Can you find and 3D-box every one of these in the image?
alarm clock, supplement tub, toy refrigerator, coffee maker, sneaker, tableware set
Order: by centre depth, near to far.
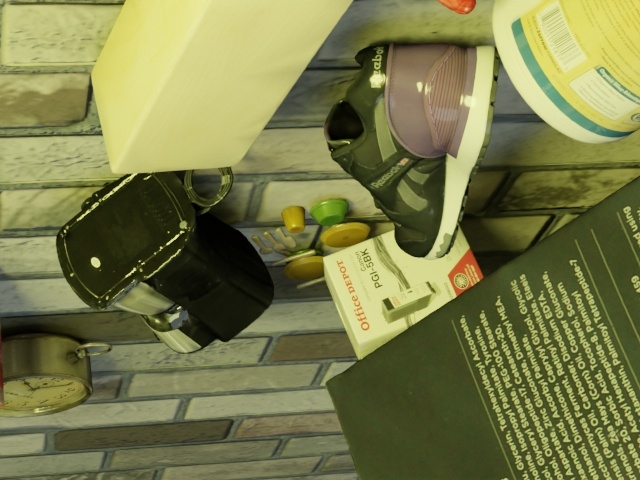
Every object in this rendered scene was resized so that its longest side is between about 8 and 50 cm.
[{"bbox_3d":[0.229,-0.165,1.105,0.144,0.144,0.199,11,151,-38],"label":"supplement tub"},{"bbox_3d":[-0.070,-0.147,1.122,0.102,0.094,0.269,-5,159,-24],"label":"toy refrigerator"},{"bbox_3d":[0.064,-0.079,1.347,0.124,0.107,0.283,8,153,0],"label":"sneaker"},{"bbox_3d":[-0.114,0.016,1.452,0.171,0.120,0.178,-17,156,19],"label":"coffee maker"},{"bbox_3d":[0.000,0.000,1.582,0.104,0.024,0.154,-17,155,12],"label":"tableware set"},{"bbox_3d":[-0.293,0.135,1.745,0.192,0.064,0.129,-21,154,33],"label":"alarm clock"}]

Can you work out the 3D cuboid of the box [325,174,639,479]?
[{"bbox_3d":[0.357,0.152,1.553,0.471,0.297,0.480,-37,154,33],"label":"box"}]

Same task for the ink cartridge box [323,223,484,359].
[{"bbox_3d":[0.081,0.043,1.571,0.135,0.099,0.056,-22,157,-4],"label":"ink cartridge box"}]

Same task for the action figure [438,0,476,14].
[{"bbox_3d":[0.099,-0.232,0.961,0.139,0.091,0.280,41,165,-6],"label":"action figure"}]

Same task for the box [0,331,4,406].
[{"bbox_3d":[-0.397,0.050,1.410,0.154,0.142,0.300,-12,157,9],"label":"box"}]
